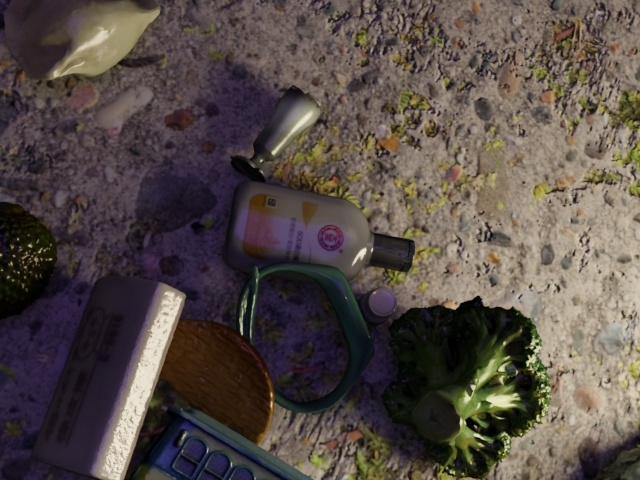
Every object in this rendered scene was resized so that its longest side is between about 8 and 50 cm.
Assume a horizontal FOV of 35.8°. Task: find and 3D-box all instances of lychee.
[{"bbox_3d":[-0.450,0.034,1.388,0.171,0.171,0.171,3,75,-11],"label":"lychee"}]

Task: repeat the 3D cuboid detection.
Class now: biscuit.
[{"bbox_3d":[-0.154,0.188,1.427,0.224,0.033,0.145,32,107,6],"label":"biscuit"}]

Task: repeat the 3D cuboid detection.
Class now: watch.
[{"bbox_3d":[-0.030,0.134,1.463,0.195,0.068,0.237,-22,96,-3],"label":"watch"}]

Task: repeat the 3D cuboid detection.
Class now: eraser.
[{"bbox_3d":[-0.294,0.189,1.368,0.094,0.174,0.270,29,70,-38],"label":"eraser"}]

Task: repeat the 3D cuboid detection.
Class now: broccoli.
[{"bbox_3d":[0.199,0.225,1.421,0.254,0.269,0.269,-11,75,24],"label":"broccoli"}]

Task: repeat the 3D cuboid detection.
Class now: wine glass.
[{"bbox_3d":[-0.069,-0.165,1.553,0.072,0.072,0.155,38,73,0],"label":"wine glass"}]

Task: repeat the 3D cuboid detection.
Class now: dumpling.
[{"bbox_3d":[-0.373,-0.340,1.515,0.179,0.131,0.252,36,60,24],"label":"dumpling"}]

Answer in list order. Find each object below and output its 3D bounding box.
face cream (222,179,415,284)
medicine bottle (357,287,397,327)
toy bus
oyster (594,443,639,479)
[{"bbox_3d":[0.000,0.000,1.524,0.291,0.071,0.144,12,81,-9],"label":"face cream"},{"bbox_3d":[0.084,0.101,1.507,0.052,0.089,0.052,3,75,-11],"label":"medicine bottle"},{"bbox_3d":[-0.117,0.378,1.363,0.312,0.152,0.190,31,75,-2],"label":"toy bus"},{"bbox_3d":[0.519,0.386,1.504,0.350,0.158,0.162,-17,45,-28],"label":"oyster"}]
